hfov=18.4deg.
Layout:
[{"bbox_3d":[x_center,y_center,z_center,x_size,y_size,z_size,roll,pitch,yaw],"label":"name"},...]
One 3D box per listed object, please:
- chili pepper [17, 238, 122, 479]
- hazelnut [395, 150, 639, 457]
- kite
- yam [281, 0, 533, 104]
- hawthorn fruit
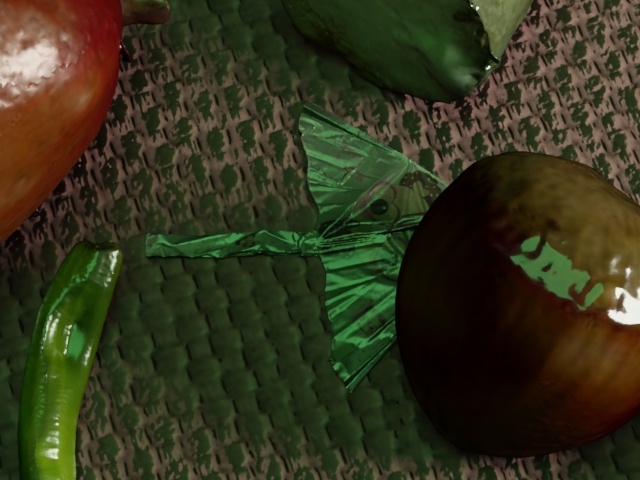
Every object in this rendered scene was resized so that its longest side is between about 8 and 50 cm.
[{"bbox_3d":[-0.176,0.096,1.346,0.052,0.050,0.202,12,68,-11],"label":"chili pepper"},{"bbox_3d":[0.137,0.049,1.296,0.208,0.208,0.208,-1,66,1],"label":"hazelnut"},{"bbox_3d":[0.000,0.001,1.405,0.250,0.012,0.229,-6,65,0],"label":"kite"},{"bbox_3d":[0.108,-0.268,1.424,0.195,0.195,0.300,27,70,13],"label":"yam"},{"bbox_3d":[-0.280,-0.134,1.335,0.295,0.295,0.311,32,69,15],"label":"hawthorn fruit"}]
